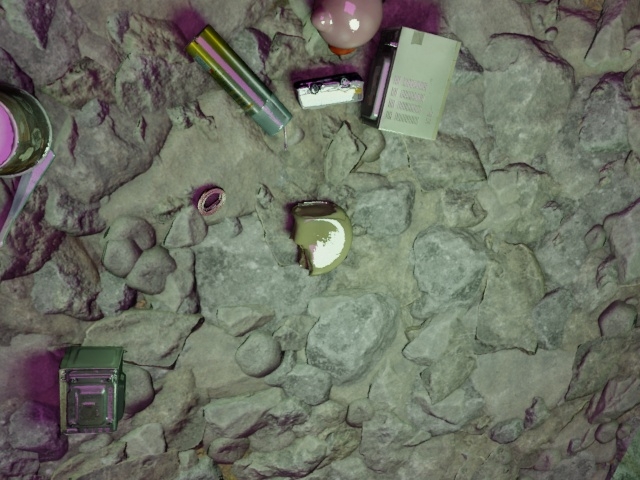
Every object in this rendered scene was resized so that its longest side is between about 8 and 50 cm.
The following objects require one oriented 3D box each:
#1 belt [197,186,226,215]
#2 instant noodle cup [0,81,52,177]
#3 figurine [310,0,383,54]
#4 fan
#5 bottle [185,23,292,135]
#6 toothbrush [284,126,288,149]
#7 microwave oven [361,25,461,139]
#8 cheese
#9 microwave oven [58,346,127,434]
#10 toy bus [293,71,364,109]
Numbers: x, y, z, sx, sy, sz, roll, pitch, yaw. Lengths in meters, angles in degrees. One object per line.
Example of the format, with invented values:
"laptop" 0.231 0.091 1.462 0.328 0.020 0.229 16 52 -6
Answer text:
"belt" -0.281 -0.103 1.378 0.083 0.036 0.059 -43 112 2
"instant noodle cup" -0.703 -0.230 1.129 0.218 0.207 0.217 -3 103 -14
"figurine" 0.061 -0.531 1.239 0.174 0.173 0.173 -4 110 -12
"fan" -0.720 -0.105 1.282 0.057 0.023 0.281 29 99 -22
"bottle" -0.190 -0.375 1.279 0.082 0.082 0.286 -43 113 4
"toothbrush" -0.090 -0.280 1.377 0.006 0.008 0.096 -12 111 -24
"microwave oven" 0.213 -0.390 1.336 0.194 0.145 0.240 8 107 -15
"cheese" 0.000 0.000 1.452 0.176 0.091 0.202 1 108 -12
"microwave oven" -0.607 0.401 1.428 0.163 0.129 0.204 3 109 -13
"toy bus" 0.022 -0.374 1.345 0.172 0.057 0.072 -12 120 -9
